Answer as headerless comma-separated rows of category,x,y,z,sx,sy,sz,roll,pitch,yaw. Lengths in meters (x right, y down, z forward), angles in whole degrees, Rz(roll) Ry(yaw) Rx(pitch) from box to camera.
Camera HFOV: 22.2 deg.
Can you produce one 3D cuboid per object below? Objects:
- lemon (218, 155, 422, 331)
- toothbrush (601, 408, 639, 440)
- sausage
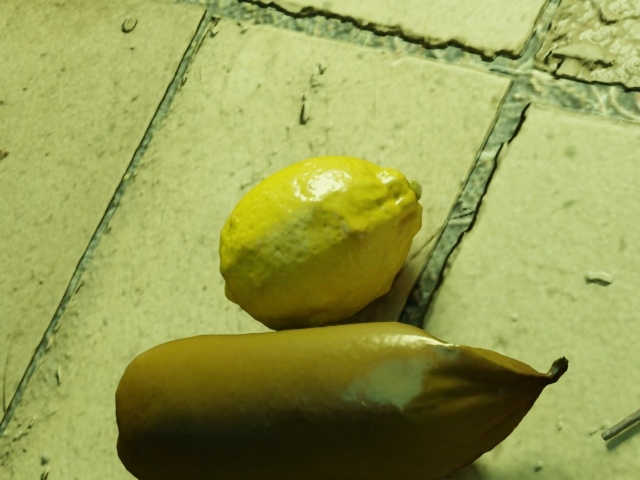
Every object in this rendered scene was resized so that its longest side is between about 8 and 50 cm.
lemon,0.000,0.000,1.112,0.155,0.114,0.114,-32,51,15
toothbrush,0.208,0.092,0.974,0.097,0.008,0.006,-37,48,17
sausage,0.006,0.109,1.056,0.328,0.112,0.112,-7,62,34
